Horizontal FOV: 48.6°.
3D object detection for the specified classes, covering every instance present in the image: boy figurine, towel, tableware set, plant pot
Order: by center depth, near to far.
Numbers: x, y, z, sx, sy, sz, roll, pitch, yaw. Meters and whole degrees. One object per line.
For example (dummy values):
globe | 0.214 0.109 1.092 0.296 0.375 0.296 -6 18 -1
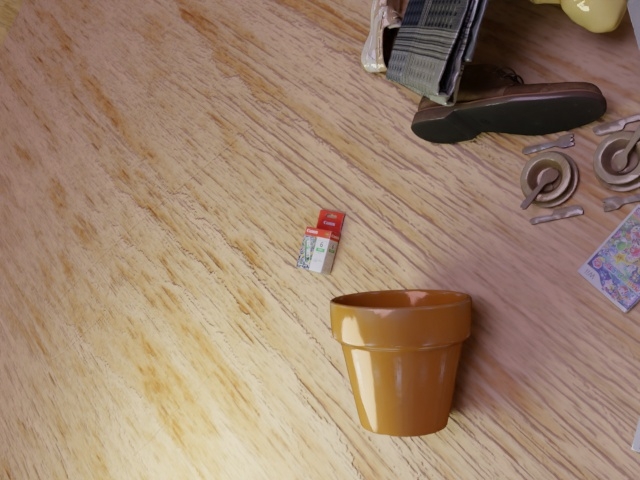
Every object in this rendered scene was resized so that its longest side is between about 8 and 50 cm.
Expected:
tableware set | 0.369 -0.101 0.995 0.194 0.039 0.128 -14 69 36
boy figurine | 0.330 -0.399 1.026 0.285 0.177 0.092 60 145 38
plant pot | 0.120 0.176 1.035 0.205 0.205 0.188 0 93 39
towel | 0.198 -0.372 1.076 0.324 0.056 0.312 -113 39 -71

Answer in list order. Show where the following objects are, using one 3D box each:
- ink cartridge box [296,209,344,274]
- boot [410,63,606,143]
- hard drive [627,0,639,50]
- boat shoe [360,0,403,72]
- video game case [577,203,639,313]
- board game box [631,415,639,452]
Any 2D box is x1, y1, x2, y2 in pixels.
ink cartridge box | 0.000 0.000 1.276 0.063 0.029 0.115 12 86 41
boot | 0.278 -0.222 1.067 0.305 0.112 0.115 4 70 42
hard drive | 0.510 -0.252 0.773 0.339 0.064 0.236 -25 74 63
boat shoe | 0.123 -0.382 1.264 0.059 0.063 0.170 18 99 38
video game case | 0.415 0.024 0.941 0.122 0.011 0.087 -52 52 16
board game box | 0.500 0.130 0.815 0.193 0.053 0.305 13 87 40
